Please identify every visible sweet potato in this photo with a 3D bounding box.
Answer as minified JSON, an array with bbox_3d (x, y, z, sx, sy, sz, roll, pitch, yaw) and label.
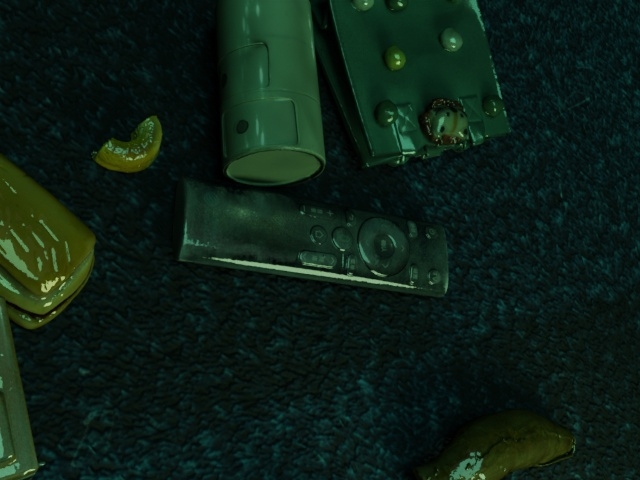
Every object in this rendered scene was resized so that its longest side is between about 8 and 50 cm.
[{"bbox_3d":[0.230,0.277,1.087,0.285,0.085,0.112,-6,111,-42],"label":"sweet potato"}]

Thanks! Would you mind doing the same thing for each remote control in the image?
[{"bbox_3d":[0.000,0.000,1.059,0.377,0.044,0.107,10,73,-27],"label":"remote control"}]

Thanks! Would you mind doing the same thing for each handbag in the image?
[{"bbox_3d":[0.135,-0.252,1.183,0.268,0.100,0.274,-11,79,-33],"label":"handbag"}]

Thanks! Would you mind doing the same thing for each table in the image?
[{"bbox_3d":[-0.064,-0.189,1.033,0.126,0.126,0.220,5,72,-28],"label":"table"}]

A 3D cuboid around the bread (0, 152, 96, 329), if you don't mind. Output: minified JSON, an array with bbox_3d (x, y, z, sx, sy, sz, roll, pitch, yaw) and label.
[{"bbox_3d":[-0.327,-0.010,0.861,0.200,0.077,0.116,43,50,-12],"label":"bread"}]

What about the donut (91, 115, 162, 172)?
[{"bbox_3d":[-0.221,-0.115,0.972,0.083,0.038,0.067,4,75,-30],"label":"donut"}]

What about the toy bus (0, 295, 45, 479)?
[{"bbox_3d":[-0.325,0.151,0.787,0.091,0.103,0.182,-9,79,-31],"label":"toy bus"}]
